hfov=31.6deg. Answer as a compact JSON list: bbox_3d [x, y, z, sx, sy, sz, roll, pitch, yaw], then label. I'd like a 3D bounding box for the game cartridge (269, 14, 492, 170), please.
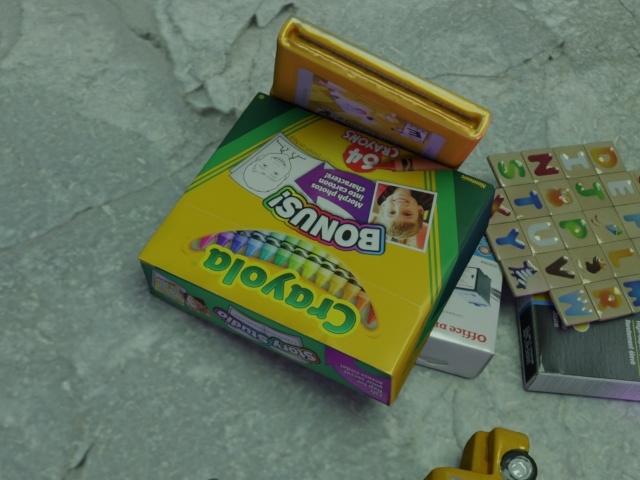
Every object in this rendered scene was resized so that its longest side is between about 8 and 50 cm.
[{"bbox_3d":[0.065,-0.166,1.541,0.285,0.323,0.052,26,75,2],"label":"game cartridge"}]

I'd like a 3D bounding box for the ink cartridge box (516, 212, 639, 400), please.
[{"bbox_3d":[0.434,0.082,1.644,0.307,0.072,0.303,5,58,-10],"label":"ink cartridge box"}]

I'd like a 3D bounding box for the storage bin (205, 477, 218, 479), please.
[{"bbox_3d":[-0.128,0.339,1.300,0.098,0.135,0.091,-12,55,-22],"label":"storage bin"}]

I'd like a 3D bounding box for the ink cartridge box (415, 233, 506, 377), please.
[{"bbox_3d":[0.174,0.076,1.565,0.140,0.082,0.190,16,55,-6],"label":"ink cartridge box"}]

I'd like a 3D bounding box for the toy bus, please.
[{"bbox_3d":[0.178,0.391,1.364,0.130,0.108,0.332,13,58,-6],"label":"toy bus"}]

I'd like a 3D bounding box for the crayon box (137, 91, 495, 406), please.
[{"bbox_3d":[0.000,0.000,1.491,0.363,0.106,0.313,23,59,16],"label":"crayon box"}]

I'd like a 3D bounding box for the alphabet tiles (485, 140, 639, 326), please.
[{"bbox_3d":[0.392,-0.018,1.641,0.343,0.011,0.285,-8,62,-24],"label":"alphabet tiles"}]
